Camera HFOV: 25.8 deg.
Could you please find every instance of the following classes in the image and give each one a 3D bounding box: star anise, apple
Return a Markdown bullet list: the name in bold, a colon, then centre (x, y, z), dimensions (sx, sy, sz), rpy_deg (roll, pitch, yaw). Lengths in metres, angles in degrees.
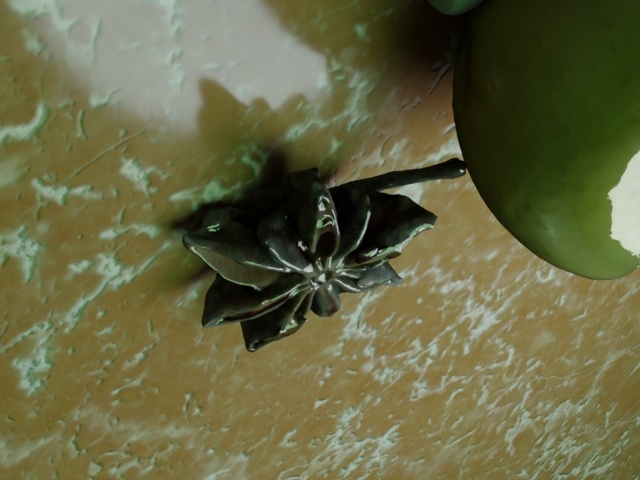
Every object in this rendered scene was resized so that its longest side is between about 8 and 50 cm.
- **star anise**: centre (0.001, 0.000, 1.112), dimensions (0.231, 0.089, 0.209), rpy_deg (-21, 153, -22)
- **apple**: centre (0.230, -0.139, 1.042), dimensions (0.295, 0.258, 0.233), rpy_deg (-27, 134, 13)

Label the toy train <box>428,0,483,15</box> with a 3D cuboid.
- **toy train**: centre (0.164, -0.334, 0.927), dimensions (0.088, 0.086, 0.407), rpy_deg (7, 121, -49)
